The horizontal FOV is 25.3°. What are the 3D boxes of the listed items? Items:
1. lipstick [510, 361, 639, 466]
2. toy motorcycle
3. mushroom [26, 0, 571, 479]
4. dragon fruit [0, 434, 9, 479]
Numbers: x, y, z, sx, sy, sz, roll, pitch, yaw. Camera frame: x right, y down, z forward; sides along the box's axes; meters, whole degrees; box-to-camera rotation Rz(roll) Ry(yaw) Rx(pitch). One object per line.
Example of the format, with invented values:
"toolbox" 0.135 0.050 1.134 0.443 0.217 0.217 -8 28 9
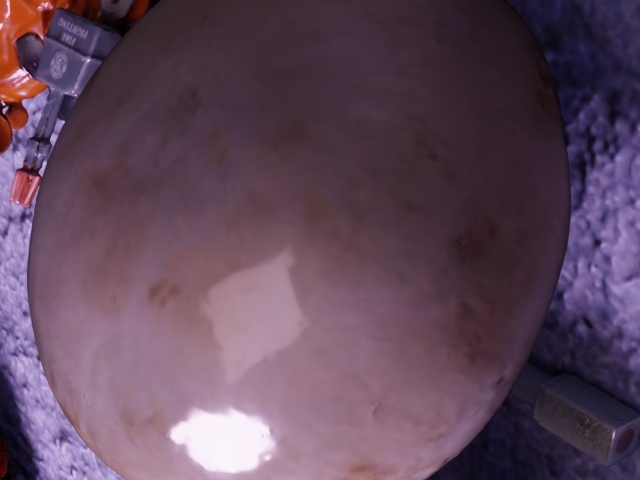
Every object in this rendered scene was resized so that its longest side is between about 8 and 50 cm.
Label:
"lipstick" 0.144 0.098 0.914 0.129 0.030 0.030 31 127 39
"toy motorcycle" -0.218 -0.150 1.105 0.326 0.148 0.221 28 102 42
"mushroom" 0.000 0.000 0.862 0.362 0.295 0.362 -24 54 37
"dragon fruit" -0.411 0.224 1.379 0.302 0.240 0.330 27 133 13
